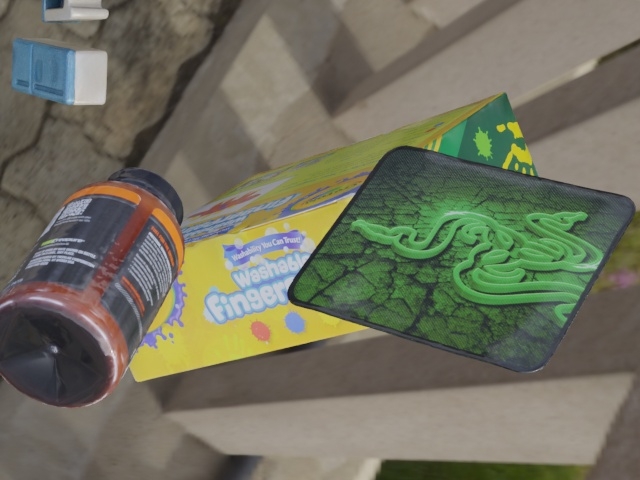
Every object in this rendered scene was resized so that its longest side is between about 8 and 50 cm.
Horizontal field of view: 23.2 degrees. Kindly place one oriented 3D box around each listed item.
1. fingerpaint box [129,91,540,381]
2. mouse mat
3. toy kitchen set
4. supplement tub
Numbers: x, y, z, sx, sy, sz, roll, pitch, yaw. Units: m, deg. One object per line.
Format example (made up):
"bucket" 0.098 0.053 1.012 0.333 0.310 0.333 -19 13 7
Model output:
"fingerpaint box" 0.000 0.000 1.943 0.371 0.445 0.163 -35 105 -50
"mouse mat" 0.089 0.006 1.001 0.152 0.190 0.007 -55 144 -30
"toy kitchen set" -0.299 -0.237 1.472 0.166 0.122 0.207 -4 104 -37
"supplement tub" -0.163 0.026 1.153 0.106 0.106 0.198 37 37 -10
